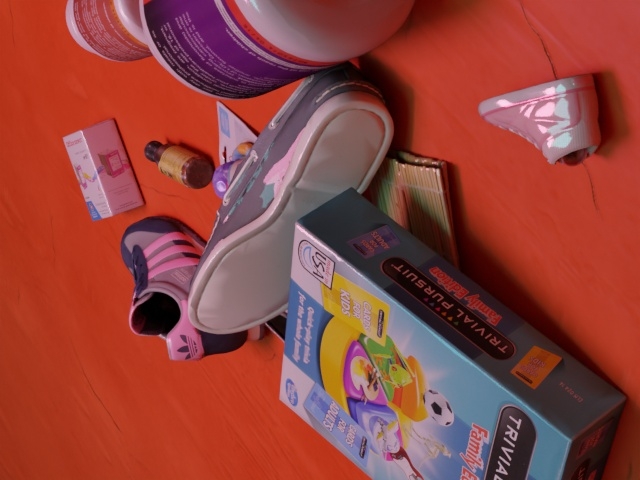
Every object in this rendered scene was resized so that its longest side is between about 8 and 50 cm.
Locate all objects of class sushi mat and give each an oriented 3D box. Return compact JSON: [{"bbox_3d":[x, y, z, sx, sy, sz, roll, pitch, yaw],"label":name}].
[{"bbox_3d":[0.105,0.062,1.722,0.151,0.019,0.316,24,130,57],"label":"sushi mat"}]

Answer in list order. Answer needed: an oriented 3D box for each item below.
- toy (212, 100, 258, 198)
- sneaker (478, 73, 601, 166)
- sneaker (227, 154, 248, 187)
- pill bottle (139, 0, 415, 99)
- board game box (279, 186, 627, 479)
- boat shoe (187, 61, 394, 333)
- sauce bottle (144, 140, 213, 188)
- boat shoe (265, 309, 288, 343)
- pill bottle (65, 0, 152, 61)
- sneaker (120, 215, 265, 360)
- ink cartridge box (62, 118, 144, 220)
[{"bbox_3d":[-0.073,-0.041,1.955,0.237,0.056,0.137,40,142,45],"label":"toy"},{"bbox_3d":[0.176,-0.090,1.420,0.134,0.051,0.070,-8,97,60],"label":"sneaker"},{"bbox_3d":[0.000,0.000,1.802,0.092,0.087,0.229,-31,96,33],"label":"sneaker"},{"bbox_3d":[-0.053,-0.229,1.615,0.323,0.181,0.181,-11,99,64],"label":"pill bottle"},{"bbox_3d":[0.108,0.146,1.641,0.336,0.079,0.254,38,143,29],"label":"board game box"},{"bbox_3d":[-0.037,-0.039,1.733,0.319,0.116,0.099,-55,35,31],"label":"boat shoe"},{"bbox_3d":[-0.173,-0.094,2.133,0.128,0.042,0.042,28,134,57],"label":"sauce bottle"},{"bbox_3d":[0.010,0.124,1.902,0.219,0.070,0.078,42,144,44],"label":"boat shoe"},{"bbox_3d":[-0.205,-0.261,1.967,0.216,0.121,0.121,-1,109,63],"label":"pill bottle"},{"bbox_3d":[-0.197,0.057,2.192,0.319,0.131,0.112,28,134,55],"label":"sneaker"},{"bbox_3d":[-0.288,-0.093,2.350,0.088,0.052,0.122,-10,99,65],"label":"ink cartridge box"}]
